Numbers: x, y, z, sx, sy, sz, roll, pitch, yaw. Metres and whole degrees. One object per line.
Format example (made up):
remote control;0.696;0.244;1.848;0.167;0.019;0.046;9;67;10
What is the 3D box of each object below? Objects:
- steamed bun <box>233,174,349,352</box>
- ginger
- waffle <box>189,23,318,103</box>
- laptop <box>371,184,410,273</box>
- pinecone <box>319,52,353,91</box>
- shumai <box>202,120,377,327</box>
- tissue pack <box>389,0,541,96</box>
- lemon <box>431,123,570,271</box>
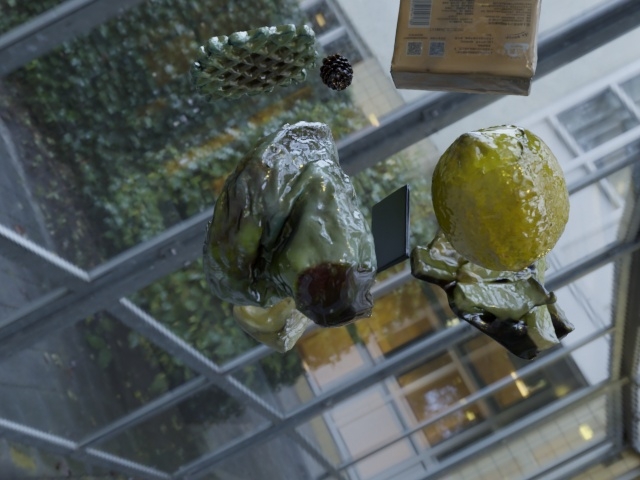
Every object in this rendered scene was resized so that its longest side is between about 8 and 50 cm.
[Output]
steamed bun;-0.088;0.048;1.881;0.189;0.247;0.427;74;32;-65
ginger;0.365;0.020;1.622;0.413;0.211;0.358;48;33;10
waffle;-0.155;-0.417;1.952;0.292;0.310;0.056;100;-23;-72
laptop;0.163;-0.023;1.942;0.016;0.135;0.197;23;56;-29
pinecone;0.034;-0.364;1.810;0.083;0.077;0.077;-86;153;-53
shumai;0.000;0.000;1.268;0.263;0.304;0.309;35;-36;27
tissue pack;0.327;-0.426;1.843;0.238;0.306;0.238;5;90;-76
lemon;0.235;-0.054;1.085;0.193;0.181;0.180;57;0;4
